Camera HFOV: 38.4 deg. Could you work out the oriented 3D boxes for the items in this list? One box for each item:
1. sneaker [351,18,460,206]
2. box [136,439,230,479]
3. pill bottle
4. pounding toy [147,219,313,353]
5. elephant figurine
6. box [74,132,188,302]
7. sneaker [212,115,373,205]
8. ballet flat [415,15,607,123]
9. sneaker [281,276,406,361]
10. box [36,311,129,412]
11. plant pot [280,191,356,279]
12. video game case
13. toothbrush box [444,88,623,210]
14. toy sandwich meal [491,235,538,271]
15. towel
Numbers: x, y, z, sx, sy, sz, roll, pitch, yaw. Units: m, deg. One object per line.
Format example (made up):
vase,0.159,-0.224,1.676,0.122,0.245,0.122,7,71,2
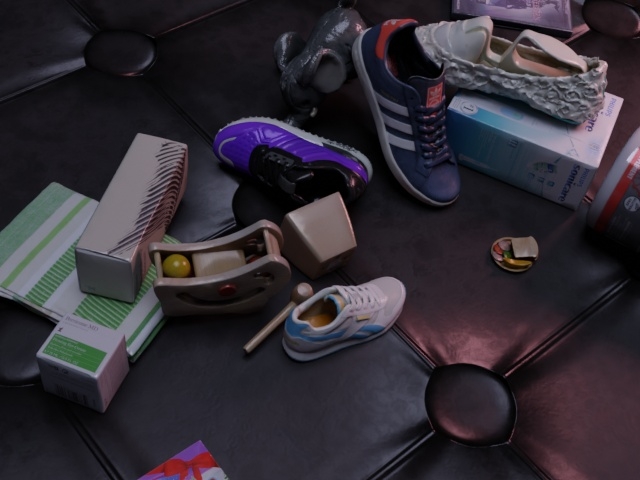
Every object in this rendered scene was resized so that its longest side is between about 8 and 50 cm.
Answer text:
sneaker,0.179,-0.228,1.632,0.131,0.148,0.350,-31,98,-33
box,-0.222,0.422,1.200,0.293,0.057,0.201,-29,61,-27
pill bottle,0.669,-0.032,1.592,0.362,0.210,0.210,31,54,17
pounding toy,-0.124,0.072,1.410,0.269,0.154,0.155,-1,56,-21
elephant figurine,-0.010,-0.316,1.708,0.239,0.169,0.186,-35,95,-25
box,-0.301,-0.042,1.489,0.094,0.113,0.275,13,50,3
sneaker,-0.057,-0.130,1.617,0.293,0.102,0.146,14,33,4
ballet flat,0.334,-0.340,1.684,0.408,0.147,0.147,19,51,8
sneaker,0.046,0.113,1.465,0.228,0.092,0.087,-25,57,-26
box,-0.347,0.180,1.350,0.101,0.102,0.087,19,49,9
plant pot,0.000,0.000,1.547,0.109,0.109,0.096,-24,70,-25
video game case,0.435,-0.553,2.102,0.274,0.026,0.196,8,51,0
toothbrush box,0.399,-0.218,1.762,0.295,0.126,0.216,25,52,11
toy sandwich meal,0.344,0.020,1.621,0.085,0.029,0.086,4,51,-5
towel,-0.377,0.045,1.500,0.324,0.038,0.248,23,51,13
